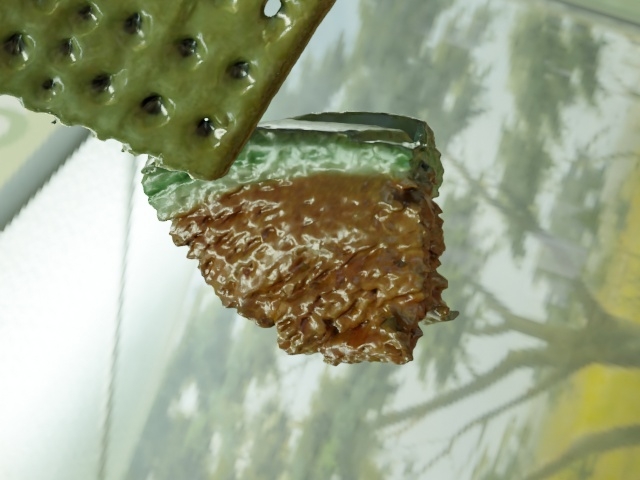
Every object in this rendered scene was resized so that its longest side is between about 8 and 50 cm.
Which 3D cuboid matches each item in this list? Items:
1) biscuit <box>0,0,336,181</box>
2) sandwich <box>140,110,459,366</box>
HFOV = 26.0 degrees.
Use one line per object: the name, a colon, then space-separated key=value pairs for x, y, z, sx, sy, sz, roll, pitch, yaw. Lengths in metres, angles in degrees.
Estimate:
biscuit: x=-0.109 y=-0.108 z=0.476 sx=0.139 sy=0.231 sz=0.016 roll=-55 pitch=22 yaw=29
sandwich: x=-0.009 y=0.000 z=0.857 sx=0.109 sy=0.185 sz=0.159 roll=13 pitch=-107 yaw=-73
